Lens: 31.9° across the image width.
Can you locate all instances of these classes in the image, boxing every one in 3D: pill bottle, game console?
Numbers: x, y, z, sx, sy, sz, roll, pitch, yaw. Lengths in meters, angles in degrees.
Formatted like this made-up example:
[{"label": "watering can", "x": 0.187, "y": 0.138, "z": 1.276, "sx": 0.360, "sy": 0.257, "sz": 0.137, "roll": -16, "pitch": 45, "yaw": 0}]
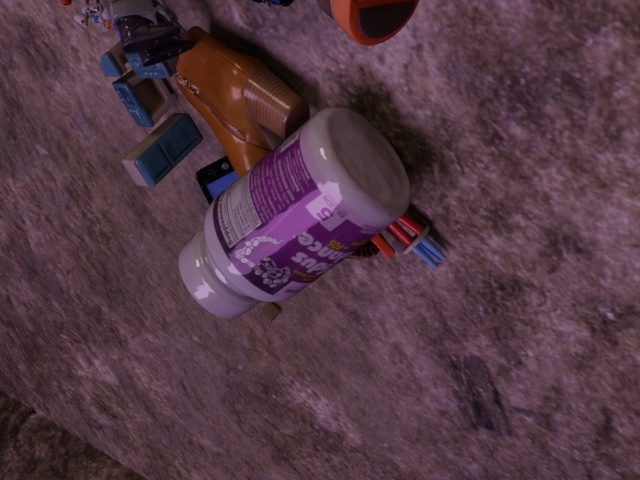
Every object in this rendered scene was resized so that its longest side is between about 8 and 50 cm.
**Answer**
[{"label": "pill bottle", "x": -0.043, "y": -0.024, "z": 1.448, "sx": 0.301, "sy": 0.169, "sz": 0.169, "roll": -37, "pitch": 101, "yaw": 31}, {"label": "game console", "x": -0.118, "y": -0.069, "z": 1.725, "sx": 0.071, "sy": 0.107, "sz": 0.122, "roll": 55, "pitch": 170, "yaw": 51}]

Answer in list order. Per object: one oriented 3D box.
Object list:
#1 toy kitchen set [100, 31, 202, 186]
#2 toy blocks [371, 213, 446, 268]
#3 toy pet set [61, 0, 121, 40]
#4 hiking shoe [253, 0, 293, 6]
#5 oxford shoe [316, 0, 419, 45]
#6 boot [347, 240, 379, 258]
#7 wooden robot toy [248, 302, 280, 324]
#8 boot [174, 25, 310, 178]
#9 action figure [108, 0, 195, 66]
[{"label": "toy kitchen set", "x": -0.235, "y": -0.190, "z": 1.645, "sx": 0.166, "sy": 0.122, "sz": 0.207, "roll": 9, "pitch": 138, "yaw": 47}, {"label": "toy blocks", "x": 0.097, "y": -0.009, "z": 1.543, "sx": 0.148, "sy": 0.054, "sz": 0.123, "roll": 43, "pitch": 152, "yaw": -2}, {"label": "toy pet set", "x": -0.289, "y": -0.301, "z": 1.575, "sx": 0.114, "sy": 0.065, "sz": 0.122, "roll": -4, "pitch": 177, "yaw": 14}, {"label": "hiking shoe", "x": -0.090, "y": -0.312, "z": 1.275, "sx": 0.304, "sy": 0.113, "sz": 0.132, "roll": -2, "pitch": 132, "yaw": 48}, {"label": "oxford shoe", "x": 0.028, "y": -0.362, "z": 1.037, "sx": 0.132, "sy": 0.130, "sz": 0.364, "roll": 43, "pitch": 143, "yaw": 34}, {"label": "boot", "x": 0.000, "y": 0.000, "z": 1.624, "sx": 0.157, "sy": 0.059, "sz": 0.084, "roll": 13, "pitch": 170, "yaw": -17}, {"label": "wooden robot toy", "x": -0.158, "y": 0.096, "z": 2.000, "sx": 0.173, "sy": 0.079, "sz": 0.076, "roll": 49, "pitch": 152, "yaw": -11}, {"label": "boot", "x": -0.112, "y": -0.154, "z": 1.578, "sx": 0.211, "sy": 0.104, "sz": 0.295, "roll": 36, "pitch": 148, "yaw": 23}, {"label": "action figure", "x": -0.269, "y": -0.366, "z": 1.445, "sx": 0.285, "sy": 0.099, "sz": 0.185, "roll": 62, "pitch": 169, "yaw": 6}]
